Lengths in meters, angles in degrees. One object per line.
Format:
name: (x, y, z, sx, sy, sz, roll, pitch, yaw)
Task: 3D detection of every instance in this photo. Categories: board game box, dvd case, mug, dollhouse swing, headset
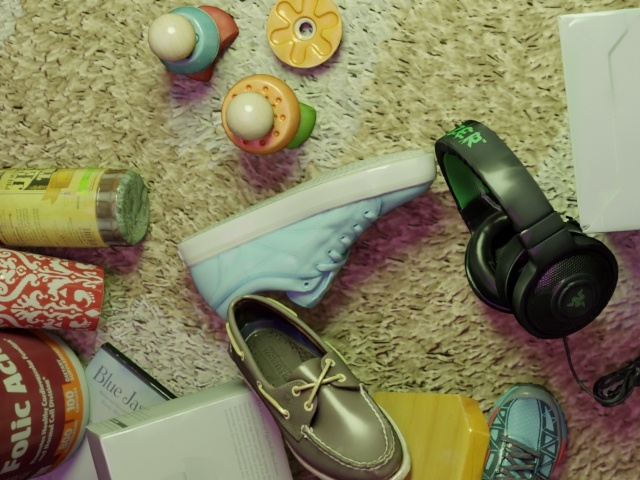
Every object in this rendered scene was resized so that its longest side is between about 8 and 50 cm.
board game box: (0.330, -0.133, 1.318, 0.098, 0.303, 0.223, -5, 95, 15)
dvd case: (-0.301, 0.295, 1.673, 0.180, 0.022, 0.253, 37, 103, 8)
mug: (-0.384, 0.055, 1.608, 0.169, 0.150, 0.113, 8, 139, -16)
dollhouse swing: (0.170, 0.384, 1.400, 0.315, 0.347, 0.305, 33, 72, -16)
headset: (0.280, 0.022, 1.404, 0.185, 0.243, 0.394, -31, 103, -4)

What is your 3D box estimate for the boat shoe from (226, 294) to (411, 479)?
boat shoe: (-0.014, 0.175, 1.409, 0.117, 0.096, 0.324, -33, 43, -14)

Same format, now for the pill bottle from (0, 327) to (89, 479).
pill bottle: (-0.488, 0.228, 1.510, 0.224, 0.392, 0.224, 0, 91, 21)

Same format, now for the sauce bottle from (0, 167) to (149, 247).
sauce bottle: (-0.411, -0.045, 1.619, 0.345, 0.111, 0.111, 0, 96, 13)

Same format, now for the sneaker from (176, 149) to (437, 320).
sneaker: (0.000, 0.000, 1.519, 0.366, 0.135, 0.150, -21, 98, 24)

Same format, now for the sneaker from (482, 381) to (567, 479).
sneaker: (0.243, 0.309, 1.481, 0.104, 0.125, 0.261, 15, 100, 7)

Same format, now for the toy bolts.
toy bolts: (-0.102, -0.240, 1.493, 0.229, 0.158, 0.218, 30, 102, 10)

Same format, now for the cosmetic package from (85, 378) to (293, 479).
cosmetic package: (-0.160, 0.319, 1.532, 0.225, 0.138, 0.224, -15, 92, -19)
